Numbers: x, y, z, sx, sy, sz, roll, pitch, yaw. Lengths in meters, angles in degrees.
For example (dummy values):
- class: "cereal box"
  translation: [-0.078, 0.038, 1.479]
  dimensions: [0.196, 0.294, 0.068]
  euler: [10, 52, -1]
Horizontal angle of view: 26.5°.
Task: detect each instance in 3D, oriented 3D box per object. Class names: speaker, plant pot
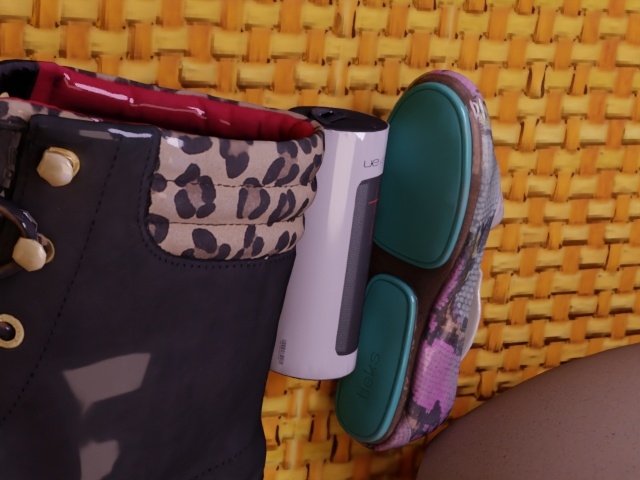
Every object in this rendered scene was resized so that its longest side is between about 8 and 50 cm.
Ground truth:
- class: "speaker"
  translation: [0.000, 0.000, 0.704]
  dimensions: [0.055, 0.055, 0.136]
  euler: [-1, 109, -27]
- class: "plant pot"
  translation: [0.150, 0.182, 0.750]
  dimensions: [0.190, 0.284, 0.284]
  euler: [5, 113, 16]

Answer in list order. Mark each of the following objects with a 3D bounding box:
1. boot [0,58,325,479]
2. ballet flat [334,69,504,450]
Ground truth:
- class: "boot"
  translation: [-0.167, 0.066, 0.594]
  dimensions: [0.377, 0.138, 0.284]
  euler: [4, 109, -32]
- class: "ballet flat"
  translation: [0.061, 0.011, 0.737]
  dimensions: [0.079, 0.077, 0.222]
  euler: [-12, 120, -43]
